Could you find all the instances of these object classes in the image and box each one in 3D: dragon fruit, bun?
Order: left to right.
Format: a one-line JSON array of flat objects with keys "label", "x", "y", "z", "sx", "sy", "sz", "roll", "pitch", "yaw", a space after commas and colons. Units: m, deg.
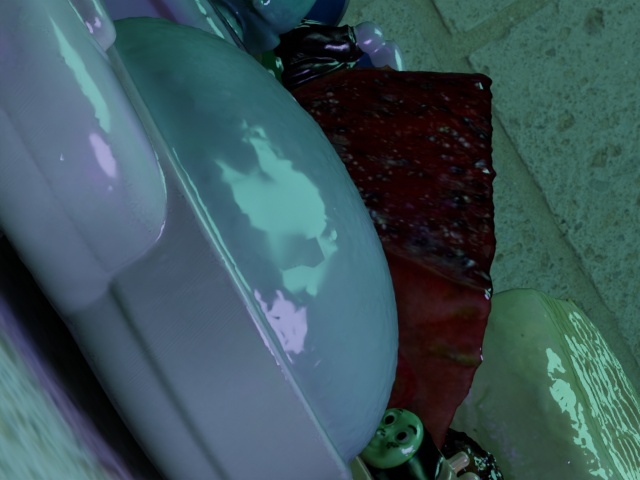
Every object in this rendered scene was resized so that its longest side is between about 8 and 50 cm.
[{"label": "dragon fruit", "x": 0.010, "y": 0.028, "z": 1.007, "sx": 0.317, "sy": 0.152, "sz": 0.205, "roll": -81, "pitch": -177, "yaw": -65}, {"label": "bun", "x": 0.207, "y": 0.210, "z": 1.665, "sx": 0.361, "sy": 0.213, "sz": 0.361, "roll": 49, "pitch": 21, "yaw": -27}]

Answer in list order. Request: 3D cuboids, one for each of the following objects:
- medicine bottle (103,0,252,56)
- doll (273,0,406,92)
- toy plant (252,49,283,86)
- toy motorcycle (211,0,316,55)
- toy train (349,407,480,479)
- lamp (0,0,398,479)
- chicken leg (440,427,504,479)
[{"label": "medicine bottle", "x": -0.076, "y": -0.065, "z": 0.775, "sx": 0.119, "sy": 0.094, "sz": 0.188, "roll": 56, "pitch": 3, "yaw": 3}, {"label": "doll", "x": -0.063, "y": -0.233, "z": 1.693, "sx": 0.284, "sy": 0.240, "sz": 0.310, "roll": -33, "pitch": -108, "yaw": 53}, {"label": "toy plant", "x": -0.094, "y": -0.163, "z": 1.457, "sx": 0.232, "sy": 0.112, "sz": 0.243, "roll": 64, "pitch": 1, "yaw": -65}, {"label": "toy motorcycle", "x": -0.074, "y": -0.180, "z": 1.128, "sx": 0.109, "sy": 0.198, "sz": 0.296, "roll": 51, "pitch": 4, "yaw": -24}, {"label": "toy train", "x": 0.036, "y": 0.124, "z": 0.717, "sx": 0.138, "sy": 0.087, "sz": 0.050, "roll": 57, "pitch": -1, "yaw": -40}, {"label": "lamp", "x": -0.046, "y": -0.010, "z": 0.550, "sx": 0.246, "sy": 0.108, "sz": 0.179, "roll": 55, "pitch": 0, "yaw": -44}, {"label": "chicken leg", "x": 0.064, "y": 0.148, "z": 1.128, "sx": 0.253, "sy": 0.051, "sz": 0.106, "roll": -148, "pitch": -139, "yaw": -64}]
